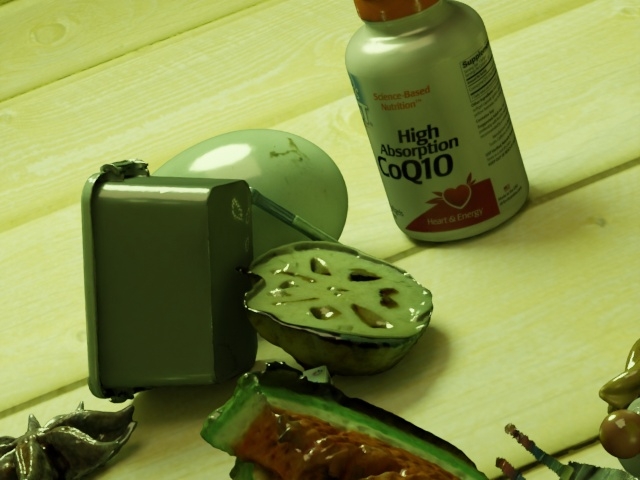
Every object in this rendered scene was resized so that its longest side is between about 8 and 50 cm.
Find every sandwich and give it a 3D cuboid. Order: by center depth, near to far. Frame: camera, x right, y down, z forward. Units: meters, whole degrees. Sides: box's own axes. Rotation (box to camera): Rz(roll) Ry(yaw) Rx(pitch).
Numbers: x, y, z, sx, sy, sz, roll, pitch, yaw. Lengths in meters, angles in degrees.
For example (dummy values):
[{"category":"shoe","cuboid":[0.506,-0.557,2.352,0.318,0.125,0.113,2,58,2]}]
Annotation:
[{"category":"sandwich","cuboid":[0.048,0.247,1.485,0.162,0.250,0.301,-60,33,13]}]

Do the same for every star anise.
[{"category":"star anise","cuboid":[-0.270,0.214,1.867,0.204,0.061,0.180,-26,13,-26]}]

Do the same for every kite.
[{"category":"kite","cuboid":[0.181,0.216,1.520,0.141,0.015,0.245,-64,20,6]}]

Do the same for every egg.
[{"category":"egg","cuboid":[-0.098,-0.023,2.092,0.264,0.183,0.183,-17,25,5]}]

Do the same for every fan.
[{"category":"fan","cuboid":[0.000,0.000,2.004,0.016,0.193,0.038,-64,14,-22]}]

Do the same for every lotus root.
[{"category":"lotus root","cuboid":[0.012,0.079,1.911,0.203,0.078,0.183,22,30,25]}]

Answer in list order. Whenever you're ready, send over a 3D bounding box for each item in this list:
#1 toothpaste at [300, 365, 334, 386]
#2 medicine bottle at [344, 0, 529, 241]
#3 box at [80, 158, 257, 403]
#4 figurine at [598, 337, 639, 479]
[{"category":"toothpaste","cuboid":[-0.004,0.178,1.777,0.034,0.046,0.164,-18,25,11]},{"category":"medicine bottle","cuboid":[0.119,-0.155,2.082,0.157,0.289,0.157,-16,25,7]},{"category":"box","cuboid":[-0.148,0.041,1.939,0.135,0.243,0.163,1,6,17]},{"category":"figurine","cuboid":[0.327,0.174,1.469,0.194,0.133,0.274,-18,36,-35]}]
